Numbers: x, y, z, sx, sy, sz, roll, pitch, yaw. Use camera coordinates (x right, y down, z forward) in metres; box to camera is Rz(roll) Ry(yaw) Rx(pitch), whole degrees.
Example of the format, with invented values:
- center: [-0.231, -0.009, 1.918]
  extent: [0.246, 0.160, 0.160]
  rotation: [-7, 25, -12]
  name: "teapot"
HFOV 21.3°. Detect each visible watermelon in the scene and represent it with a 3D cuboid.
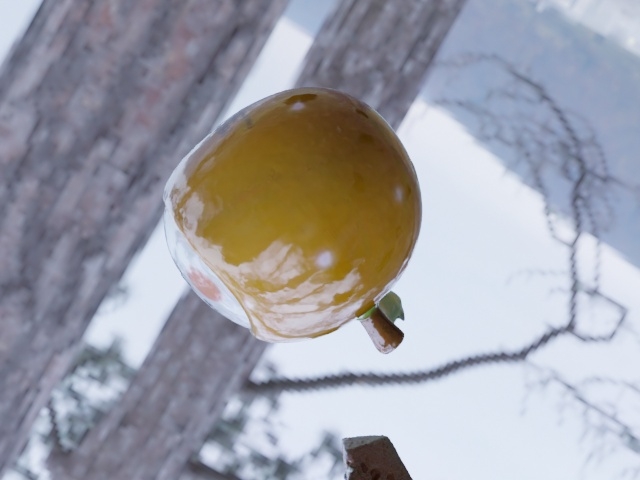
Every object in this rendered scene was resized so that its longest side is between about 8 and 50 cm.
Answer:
- center: [0.072, 0.340, 2.068]
  extent: [0.154, 0.094, 0.241]
  rotation: [12, -127, -42]
  name: "watermelon"

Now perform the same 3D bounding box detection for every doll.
- center: [0.000, 0.000, 1.315]
  extent: [0.236, 0.213, 0.213]
  rotation: [49, -179, -14]
  name: "doll"
